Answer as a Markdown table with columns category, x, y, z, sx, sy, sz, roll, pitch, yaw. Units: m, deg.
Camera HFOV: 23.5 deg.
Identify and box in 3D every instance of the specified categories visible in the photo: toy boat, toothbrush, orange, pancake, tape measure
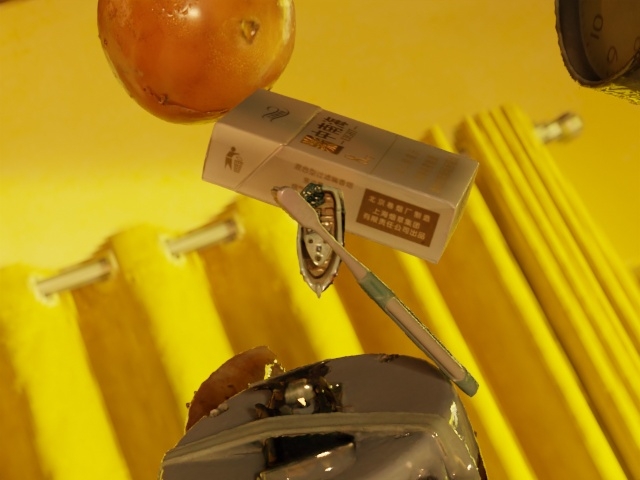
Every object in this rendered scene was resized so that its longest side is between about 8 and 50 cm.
| category | x | y | z | sx | sy | sz | roll | pitch | yaw |
| --- | --- | --- | --- | --- | --- | --- | --- | --- | --- |
| toy boat | 0.000 | 0.000 | 1.090 | 0.038 | 0.038 | 0.083 | -7 | -75 | -29 |
| toothbrush | 0.030 | 0.027 | 0.777 | 0.011 | 0.014 | 0.167 | -50 | -61 | -11 |
| orange | -0.147 | -0.257 | 1.830 | 0.240 | 0.240 | 0.240 | -18 | -30 | -11 |
| pancake | -0.048 | 0.241 | 1.530 | 0.057 | 0.244 | 0.266 | -36 | 3 | 35 |
| tape measure | -0.001 | 0.134 | 0.828 | 0.182 | 0.181 | 0.107 | -21 | -69 | -3 |

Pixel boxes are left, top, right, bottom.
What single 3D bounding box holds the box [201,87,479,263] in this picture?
| category | x | y | z | sx | sy | sz | roll | pitch | yaw |
| --- | --- | --- | --- | --- | --- | --- | --- | --- | --- |
| box | 0.022 | -0.068 | 1.497 | 0.155 | 0.243 | 0.067 | -54 | -18 | -69 |

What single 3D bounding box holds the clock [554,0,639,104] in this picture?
| category | x | y | z | sx | sy | sz | roll | pitch | yaw |
| --- | --- | --- | --- | --- | --- | --- | --- | --- | --- |
| clock | 0.331 | -0.301 | 1.558 | 0.067 | 0.325 | 0.325 | 10 | -39 | -15 |
